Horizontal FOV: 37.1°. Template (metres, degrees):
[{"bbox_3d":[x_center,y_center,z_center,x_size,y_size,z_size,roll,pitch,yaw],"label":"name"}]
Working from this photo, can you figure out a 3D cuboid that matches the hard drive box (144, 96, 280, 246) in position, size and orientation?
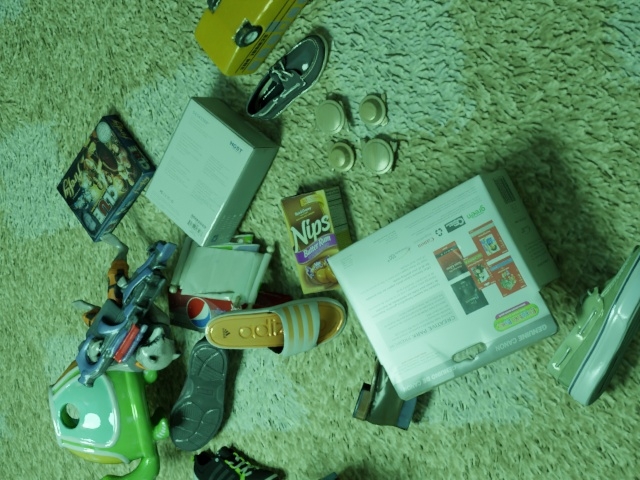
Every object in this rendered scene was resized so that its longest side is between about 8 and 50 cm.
[{"bbox_3d":[-0.213,-0.134,1.850,0.181,0.089,0.232,40,115,22],"label":"hard drive box"}]

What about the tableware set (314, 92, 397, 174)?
[{"bbox_3d":[0.062,-0.186,1.696,0.169,0.020,0.141,1,104,35],"label":"tableware set"}]

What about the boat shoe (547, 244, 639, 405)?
[{"bbox_3d":[0.431,0.119,1.449,0.094,0.109,0.302,35,122,27],"label":"boat shoe"}]

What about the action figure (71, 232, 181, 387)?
[{"bbox_3d":[-0.369,0.128,1.944,0.341,0.179,0.330,-51,48,13],"label":"action figure"}]

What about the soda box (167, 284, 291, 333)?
[{"bbox_3d":[-0.184,0.141,1.917,0.263,0.083,0.092,9,107,34],"label":"soda box"}]

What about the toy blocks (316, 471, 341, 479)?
[{"bbox_3d":[-0.071,0.575,1.849,0.381,0.261,0.190,-44,73,28],"label":"toy blocks"}]

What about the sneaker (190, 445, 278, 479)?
[{"bbox_3d":[-0.193,0.484,2.009,0.235,0.084,0.097,-9,95,37],"label":"sneaker"}]

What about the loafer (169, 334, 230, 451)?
[{"bbox_3d":[-0.243,0.313,2.016,0.109,0.095,0.302,18,120,-1],"label":"loafer"}]

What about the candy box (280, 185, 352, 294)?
[{"bbox_3d":[0.000,0.000,1.768,0.109,0.053,0.186,-11,93,38],"label":"candy box"}]

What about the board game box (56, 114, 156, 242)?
[{"bbox_3d":[-0.471,-0.133,2.085,0.165,0.042,0.243,52,125,14],"label":"board game box"}]

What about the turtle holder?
[{"bbox_3d":[-0.448,0.381,2.043,0.243,0.228,0.320,-129,30,-64],"label":"turtle holder"}]

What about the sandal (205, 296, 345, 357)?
[{"bbox_3d":[-0.081,0.175,1.774,0.265,0.076,0.101,-8,112,-3],"label":"sandal"}]

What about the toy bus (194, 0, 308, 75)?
[{"bbox_3d":[-0.092,-0.440,1.675,0.108,0.130,0.332,53,126,15],"label":"toy bus"}]

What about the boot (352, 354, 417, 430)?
[{"bbox_3d":[0.143,0.240,1.727,0.106,0.082,0.219,21,105,2],"label":"boot"}]

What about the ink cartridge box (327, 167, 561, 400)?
[{"bbox_3d":[0.213,0.074,1.556,0.309,0.130,0.271,-29,84,29],"label":"ink cartridge box"}]

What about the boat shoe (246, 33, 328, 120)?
[{"bbox_3d":[-0.063,-0.292,1.732,0.206,0.065,0.075,-45,74,35],"label":"boat shoe"}]

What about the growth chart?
[{"bbox_3d":[-0.197,0.049,1.890,0.237,0.021,0.171,10,67,35],"label":"growth chart"}]
